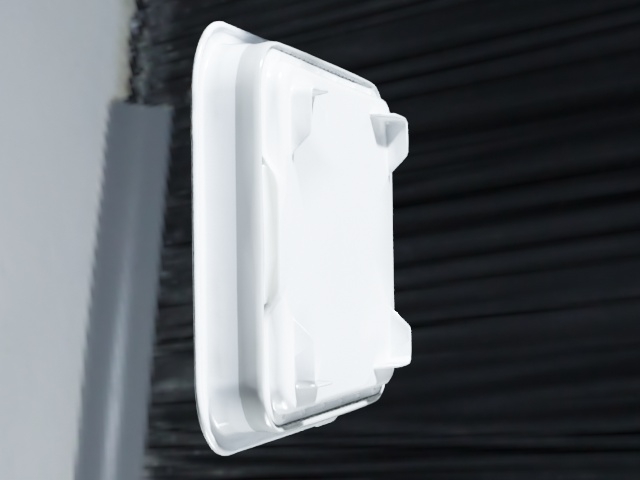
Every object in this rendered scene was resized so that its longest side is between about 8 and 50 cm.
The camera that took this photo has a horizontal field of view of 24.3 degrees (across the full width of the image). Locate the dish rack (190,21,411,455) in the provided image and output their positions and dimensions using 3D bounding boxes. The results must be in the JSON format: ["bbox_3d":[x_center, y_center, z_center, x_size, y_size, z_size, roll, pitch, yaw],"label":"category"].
[{"bbox_3d":[0.000,0.000,1.065,0.333,0.072,0.285,2,88,-72],"label":"dish rack"}]
